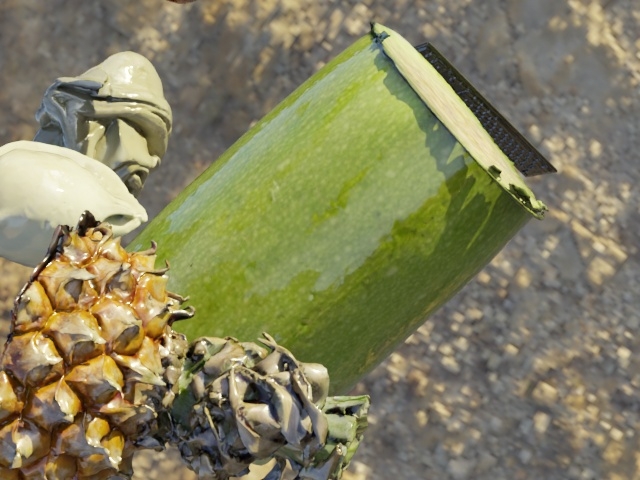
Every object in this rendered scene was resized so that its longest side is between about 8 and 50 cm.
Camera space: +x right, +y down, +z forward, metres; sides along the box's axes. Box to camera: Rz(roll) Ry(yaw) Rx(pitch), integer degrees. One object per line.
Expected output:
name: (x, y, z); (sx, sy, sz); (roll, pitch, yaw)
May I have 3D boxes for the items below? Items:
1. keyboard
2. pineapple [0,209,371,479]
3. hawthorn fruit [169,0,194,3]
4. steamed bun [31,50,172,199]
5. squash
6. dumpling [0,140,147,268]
keyboard: (0.168, -0.136, 1.520); (0.011, 0.202, 0.067); (-53, 18, -16)
pineapple: (-0.099, 0.132, 1.159); (0.272, 0.262, 0.262); (15, 73, 7)
hawthorn fruit: (-0.158, -0.379, 1.714); (0.162, 0.163, 0.203); (-45, 35, 17)
steamed bun: (-0.282, -0.125, 1.907); (0.144, 0.218, 0.211); (43, 143, 27)
squash: (0.000, 0.000, 1.398); (0.384, 0.263, 0.263); (-42, 40, 9)
dumpling: (-0.272, -0.044, 1.379); (0.111, 0.181, 0.155); (-48, 53, 23)
